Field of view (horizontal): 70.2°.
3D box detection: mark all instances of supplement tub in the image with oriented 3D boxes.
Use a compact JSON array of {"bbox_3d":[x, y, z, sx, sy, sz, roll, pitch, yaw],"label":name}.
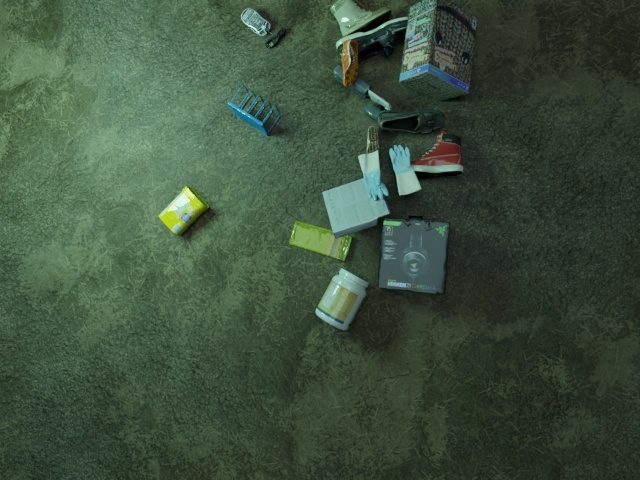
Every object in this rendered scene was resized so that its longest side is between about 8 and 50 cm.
[{"bbox_3d":[0.085,0.219,1.710,0.144,0.144,0.200,28,89,9],"label":"supplement tub"}]

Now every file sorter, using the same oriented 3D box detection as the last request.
[{"bbox_3d":[-0.261,-0.523,1.829,0.170,0.118,0.105,34,87,9],"label":"file sorter"}]

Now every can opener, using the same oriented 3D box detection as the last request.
[{"bbox_3d":[0.157,-0.577,1.801,0.283,0.076,0.095,37,90,10],"label":"can opener"}]

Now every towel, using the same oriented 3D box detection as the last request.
[{"bbox_3d":[0.000,0.000,1.801,0.237,0.021,0.102,16,87,8],"label":"towel"}]

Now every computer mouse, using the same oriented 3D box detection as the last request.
[{"bbox_3d":[-0.244,-0.890,1.896,0.193,0.042,0.106,41,96,3],"label":"computer mouse"}]

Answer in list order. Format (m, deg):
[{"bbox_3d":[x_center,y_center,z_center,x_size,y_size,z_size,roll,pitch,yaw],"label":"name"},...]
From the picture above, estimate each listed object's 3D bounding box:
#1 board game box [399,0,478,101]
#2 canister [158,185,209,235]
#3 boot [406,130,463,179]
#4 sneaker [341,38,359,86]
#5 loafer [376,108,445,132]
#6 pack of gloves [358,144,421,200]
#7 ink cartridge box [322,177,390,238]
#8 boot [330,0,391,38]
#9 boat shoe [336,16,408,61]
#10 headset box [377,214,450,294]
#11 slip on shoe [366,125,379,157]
[{"bbox_3d":[0.439,-0.704,1.685,0.232,0.141,0.291,10,86,-34],"label":"board game box"},{"bbox_3d":[-0.558,-0.119,1.855,0.170,0.073,0.126,-44,82,3],"label":"canister"},{"bbox_3d":[0.417,-0.331,1.750,0.244,0.088,0.176,-3,77,8],"label":"boot"},{"bbox_3d":[0.110,-0.681,1.756,0.064,0.067,0.175,1,100,-30],"label":"sneaker"},{"bbox_3d":[0.348,-0.446,1.741,0.267,0.084,0.096,0,123,1],"label":"loafer"},{"bbox_3d":[0.252,-0.265,1.703,0.194,0.046,0.232,-16,60,11],"label":"pack of gloves"},{"bbox_3d":[0.135,-0.133,1.729,0.223,0.045,0.223,-19,51,8],"label":"ink cartridge box"},{"bbox_3d":[0.160,-0.922,1.829,0.213,0.077,0.165,-26,81,7],"label":"boot"},{"bbox_3d":[0.234,-0.767,1.782,0.339,0.127,0.113,-13,85,8],"label":"boat shoe"},{"bbox_3d":[0.345,0.048,1.698,0.246,0.131,0.283,6,85,7],"label":"headset box"},{"bbox_3d":[0.206,-0.383,1.797,0.051,0.041,0.136,-3,103,6],"label":"slip on shoe"}]
